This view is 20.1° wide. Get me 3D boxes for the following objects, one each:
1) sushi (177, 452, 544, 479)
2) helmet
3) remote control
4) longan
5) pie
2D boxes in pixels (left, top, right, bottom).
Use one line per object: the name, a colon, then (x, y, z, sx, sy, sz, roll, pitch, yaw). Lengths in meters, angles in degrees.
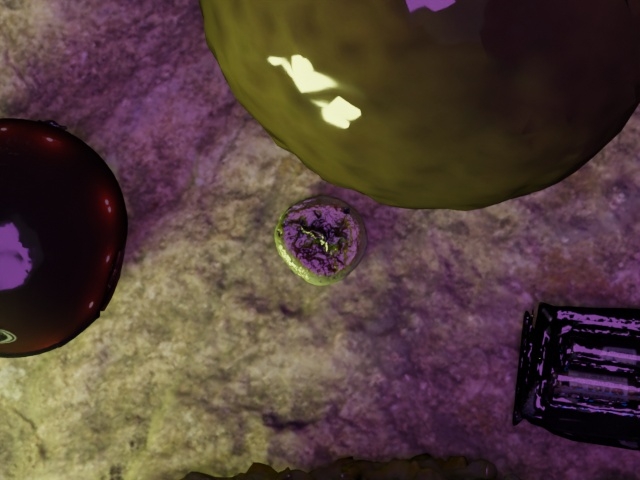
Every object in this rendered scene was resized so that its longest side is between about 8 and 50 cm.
sushi: (0.051, 0.321, 1.487, 0.397, 0.351, 0.240, -1, 96, 5)
helmet: (-0.261, -0.006, 1.543, 0.189, 0.193, 0.216, 16, 55, -3)
remote control: (0.376, 0.132, 1.608, 0.399, 0.062, 0.144, 6, 97, 0)
longan: (0.091, -0.215, 1.412, 0.391, 0.391, 0.391, 0, 98, 0)
pie: (0.000, -0.002, 1.613, 0.084, 0.021, 0.084, 0, 98, 0)
